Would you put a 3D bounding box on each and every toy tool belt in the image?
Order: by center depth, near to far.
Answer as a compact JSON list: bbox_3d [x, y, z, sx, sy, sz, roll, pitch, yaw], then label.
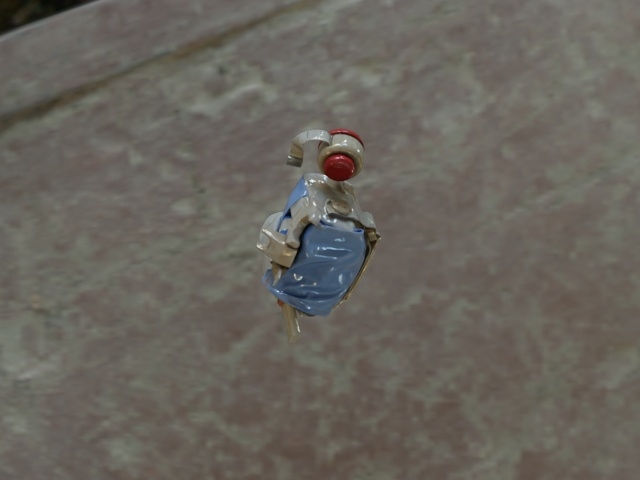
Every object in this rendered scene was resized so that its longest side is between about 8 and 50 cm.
[{"bbox_3d":[0.000,0.000,0.777,0.052,0.083,0.051,13,42,-8],"label":"toy tool belt"}]
